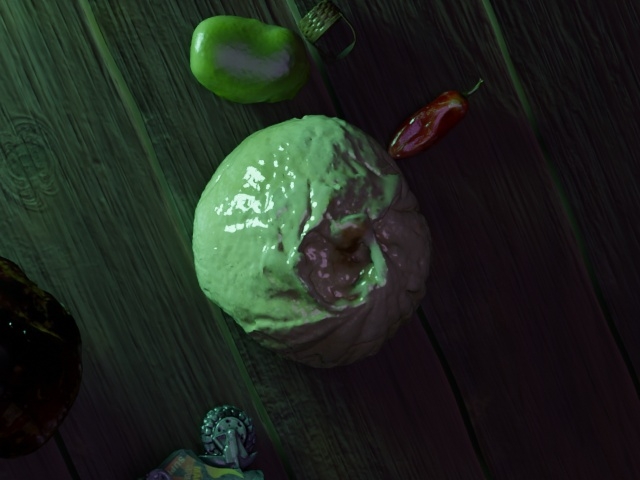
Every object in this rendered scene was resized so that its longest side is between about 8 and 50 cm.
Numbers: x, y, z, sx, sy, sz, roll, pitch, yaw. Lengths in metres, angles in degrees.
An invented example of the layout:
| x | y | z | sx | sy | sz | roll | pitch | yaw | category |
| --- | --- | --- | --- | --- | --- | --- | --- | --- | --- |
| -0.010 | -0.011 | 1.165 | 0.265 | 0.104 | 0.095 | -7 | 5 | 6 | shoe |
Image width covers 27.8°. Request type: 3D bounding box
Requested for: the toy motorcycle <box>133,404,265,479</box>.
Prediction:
| x | y | z | sx | sy | sz | roll | pitch | yaw | category |
| --- | --- | --- | --- | --- | --- | --- | --- | --- | --- |
| -0.180 | 0.379 | 1.824 | 0.173 | 0.108 | 0.307 | 48 | 65 | -4 | toy motorcycle |

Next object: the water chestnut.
| x | y | z | sx | sy | sz | roll | pitch | yaw | category |
| --- | --- | --- | --- | --- | --- | --- | --- | --- | --- |
| -0.453 | 0.156 | 1.683 | 0.244 | 0.289 | 0.289 | -38 | 102 | 20 | water chestnut |

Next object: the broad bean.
| x | y | z | sx | sy | sz | roll | pitch | yaw | category |
| --- | --- | --- | --- | --- | --- | --- | --- | --- | --- |
| -0.100 | -0.259 | 1.868 | 0.174 | 0.082 | 0.124 | 1 | 90 | -6 | broad bean |

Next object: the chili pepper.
| x | y | z | sx | sy | sz | roll | pitch | yaw | category |
| --- | --- | --- | --- | --- | --- | --- | --- | --- | --- |
| 0.172 | -0.180 | 1.958 | 0.191 | 0.050 | 0.059 | -37 | 103 | 0 | chili pepper |

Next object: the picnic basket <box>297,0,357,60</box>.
| x | y | z | sx | sy | sz | roll | pitch | yaw | category |
| --- | --- | --- | --- | --- | --- | --- | --- | --- | --- |
| 0.014 | -0.306 | 1.901 | 0.072 | 0.072 | 0.083 | -43 | 92 | -12 | picnic basket |

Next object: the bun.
| x | y | z | sx | sy | sz | roll | pitch | yaw | category |
| --- | --- | --- | --- | --- | --- | --- | --- | --- | --- |
| 0.000 | 0.000 | 1.819 | 0.349 | 0.227 | 0.352 | 15 | 85 | -14 | bun |
